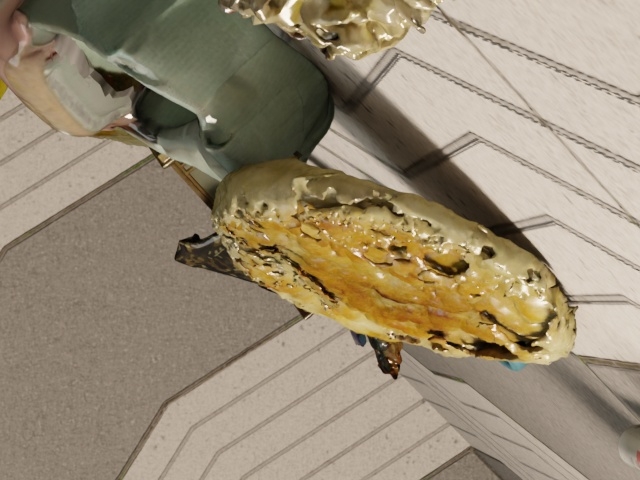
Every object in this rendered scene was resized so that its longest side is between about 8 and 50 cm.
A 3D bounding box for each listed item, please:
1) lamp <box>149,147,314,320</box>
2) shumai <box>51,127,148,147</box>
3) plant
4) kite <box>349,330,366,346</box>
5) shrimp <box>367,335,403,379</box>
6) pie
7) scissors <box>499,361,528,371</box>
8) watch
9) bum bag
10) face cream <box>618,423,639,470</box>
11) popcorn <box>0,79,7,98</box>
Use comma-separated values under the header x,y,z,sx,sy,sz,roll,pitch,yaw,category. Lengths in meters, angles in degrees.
x,y,z,sx,sy,sz,roll,pitch,yaw,category
-0.079,-0.044,2.200,0.325,0.089,0.090,49,-177,-42,lamp
-0.158,-0.153,1.736,0.201,0.201,0.120,78,-172,-83,shumai
0.009,-0.134,0.742,0.116,0.104,0.122,109,158,-47,plant
0.000,0.000,1.980,0.321,0.016,0.234,113,135,-82,kite
0.058,0.047,2.021,0.262,0.066,0.117,78,167,-57,shrimp
0.050,0.019,1.330,0.274,0.055,0.274,21,164,6,pie
0.038,-0.019,1.751,0.192,0.029,0.447,48,174,-36,scissors
-0.101,-0.127,1.413,0.241,0.161,0.253,30,173,18,watch
-0.035,0.027,2.143,0.248,0.069,0.102,10,175,-17,bum bag
0.250,0.157,1.400,0.034,0.034,0.130,45,175,-8,face cream
-0.329,-0.229,1.521,0.312,0.312,0.312,44,176,4,popcorn
